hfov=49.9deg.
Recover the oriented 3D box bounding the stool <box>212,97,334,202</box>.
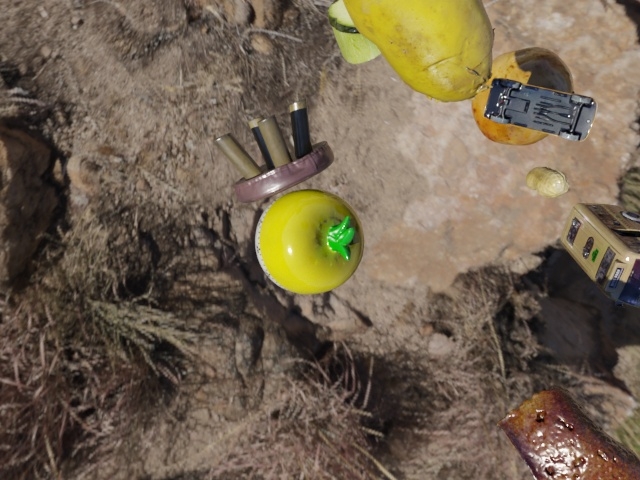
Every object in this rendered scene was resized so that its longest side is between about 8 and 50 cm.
[{"bbox_3d":[-0.116,-0.223,1.725,0.272,0.272,0.178,-24,104,0],"label":"stool"}]

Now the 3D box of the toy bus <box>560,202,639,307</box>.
[{"bbox_3d":[0.661,0.027,1.534,0.157,0.289,0.139,7,118,-10],"label":"toy bus"}]

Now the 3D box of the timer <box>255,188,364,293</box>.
[{"bbox_3d":[0.000,0.000,1.639,0.285,0.285,0.285,-4,114,-9],"label":"timer"}]

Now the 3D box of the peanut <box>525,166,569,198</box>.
[{"bbox_3d":[0.603,-0.155,1.842,0.080,0.174,0.080,-2,105,-8],"label":"peanut"}]

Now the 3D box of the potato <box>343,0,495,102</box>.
[{"bbox_3d":[0.154,-0.318,1.008,0.173,0.140,0.300,-22,137,31],"label":"potato"}]

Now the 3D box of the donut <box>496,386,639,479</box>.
[{"bbox_3d":[0.370,0.318,0.997,0.144,0.186,0.126,22,114,-46],"label":"donut"}]

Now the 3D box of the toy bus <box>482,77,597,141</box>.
[{"bbox_3d":[0.409,-0.249,1.286,0.195,0.088,0.083,16,112,10],"label":"toy bus"}]

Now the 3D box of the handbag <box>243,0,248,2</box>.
[{"bbox_3d":[-0.137,-0.569,1.300,0.116,0.179,0.205,-21,95,10],"label":"handbag"}]

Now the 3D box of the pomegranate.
[{"bbox_3d":[0.487,-0.343,1.656,0.248,0.248,0.248,-4,114,-9],"label":"pomegranate"}]

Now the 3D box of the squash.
[{"bbox_3d":[0.137,-0.572,1.796,0.220,0.220,0.133,-29,136,3],"label":"squash"}]
